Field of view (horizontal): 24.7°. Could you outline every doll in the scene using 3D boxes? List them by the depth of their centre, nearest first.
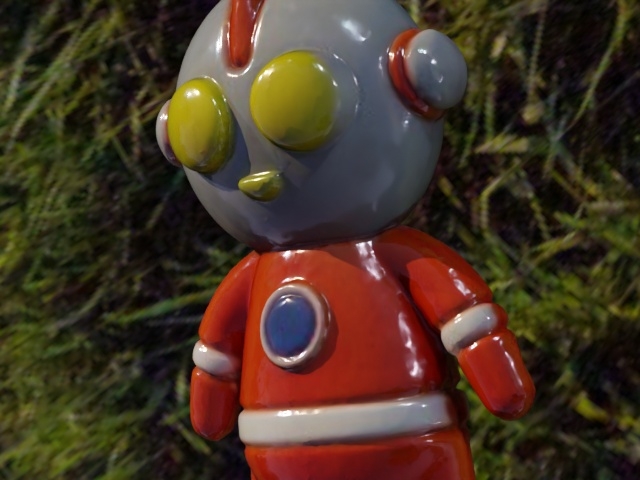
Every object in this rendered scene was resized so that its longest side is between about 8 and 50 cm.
[{"bbox_3d":[0.000,0.000,0.682,0.199,0.105,0.336,-8,87,38],"label":"doll"}]
